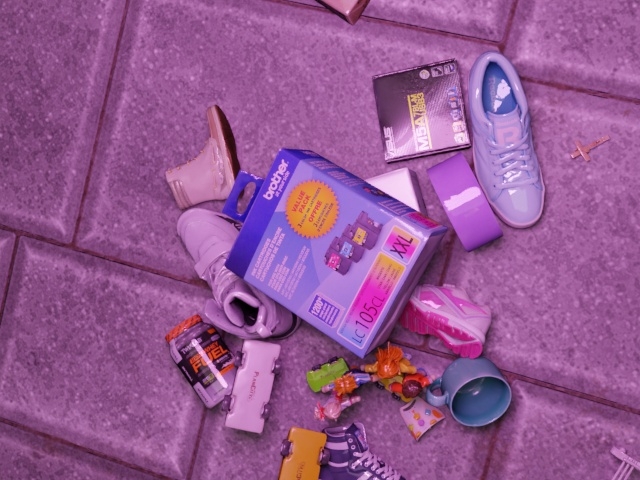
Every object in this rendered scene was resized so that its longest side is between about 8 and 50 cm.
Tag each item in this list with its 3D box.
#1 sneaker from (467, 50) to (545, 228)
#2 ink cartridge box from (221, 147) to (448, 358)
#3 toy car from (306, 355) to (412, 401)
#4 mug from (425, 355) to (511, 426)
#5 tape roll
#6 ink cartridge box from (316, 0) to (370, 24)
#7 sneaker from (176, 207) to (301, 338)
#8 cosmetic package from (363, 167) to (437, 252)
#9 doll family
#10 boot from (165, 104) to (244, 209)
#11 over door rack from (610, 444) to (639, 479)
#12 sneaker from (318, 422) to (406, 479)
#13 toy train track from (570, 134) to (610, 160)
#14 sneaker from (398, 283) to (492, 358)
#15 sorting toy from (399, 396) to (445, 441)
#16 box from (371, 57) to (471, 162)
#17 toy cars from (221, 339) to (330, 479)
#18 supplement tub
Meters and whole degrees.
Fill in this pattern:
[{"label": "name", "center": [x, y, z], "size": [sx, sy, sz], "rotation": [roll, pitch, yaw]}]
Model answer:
[{"label": "sneaker", "center": [0.363, -0.201, 1.448], "size": [0.135, 0.150, 0.366], "rotation": [-16, 87, 13]}, {"label": "ink cartridge box", "center": [0.000, 0.000, 1.390], "size": [0.395, 0.151, 0.270], "rotation": [32, 105, 19]}, {"label": "toy car", "center": [0.076, 0.262, 1.569], "size": [0.224, 0.053, 0.239], "rotation": [-25, 85, 12]}, {"label": "mug", "center": [0.301, 0.294, 1.478], "size": [0.157, 0.097, 0.129], "rotation": [29, 108, -22]}, {"label": "tape roll", "center": [0.289, -0.076, 1.446], "size": [0.080, 0.189, 0.189], "rotation": [-27, 85, 11]}, {"label": "ink cartridge box", "center": [0.055, -0.616, 1.541], "size": [0.193, 0.088, 0.235], "rotation": [36, 99, 9]}, {"label": "sneaker", "center": [-0.196, 0.069, 1.545], "size": [0.137, 0.210, 0.366], "rotation": [-44, 82, 9]}, {"label": "cosmetic package", "center": [0.142, -0.041, 1.498], "size": [0.151, 0.151, 0.184], "rotation": [-15, 89, 13]}, {"label": "doll family", "center": [0.094, 0.275, 1.453], "size": [0.262, 0.163, 0.119], "rotation": [-19, 86, 12]}, {"label": "boot", "center": [-0.272, -0.186, 1.627], "size": [0.165, 0.077, 0.213], "rotation": [-12, 91, 14]}, {"label": "over door rack", "center": [0.666, 0.588, 1.402], "size": [0.324, 0.108, 0.240], "rotation": [31, 97, 31]}, {"label": "sneaker", "center": [0.117, 0.485, 1.541], "size": [0.282, 0.099, 0.153], "rotation": [12, 95, 15]}, {"label": "toy train track", "center": [0.550, -0.191, 1.477], "size": [0.083, 0.014, 0.048], "rotation": [-28, 78, 6]}, {"label": "sneaker", "center": [0.248, 0.142, 1.512], "size": [0.252, 0.103, 0.111], "rotation": [30, 55, 25]}, {"label": "sorting toy", "center": [0.210, 0.378, 1.553], "size": [0.083, 0.045, 0.075], "rotation": [-45, 63, 10]}, {"label": "box", "center": [0.213, -0.272, 1.534], "size": [0.184, 0.045, 0.191], "rotation": [-9, 89, 10]}, {"label": "toy cars", "center": [-0.097, 0.398, 1.527], "size": [0.176, 0.087, 0.394], "rotation": [-27, 86, -14]}, {"label": "supplement tub", "center": [-0.256, 0.267, 1.610], "size": [0.117, 0.117, 0.190], "rotation": [-39, 83, 10]}]
